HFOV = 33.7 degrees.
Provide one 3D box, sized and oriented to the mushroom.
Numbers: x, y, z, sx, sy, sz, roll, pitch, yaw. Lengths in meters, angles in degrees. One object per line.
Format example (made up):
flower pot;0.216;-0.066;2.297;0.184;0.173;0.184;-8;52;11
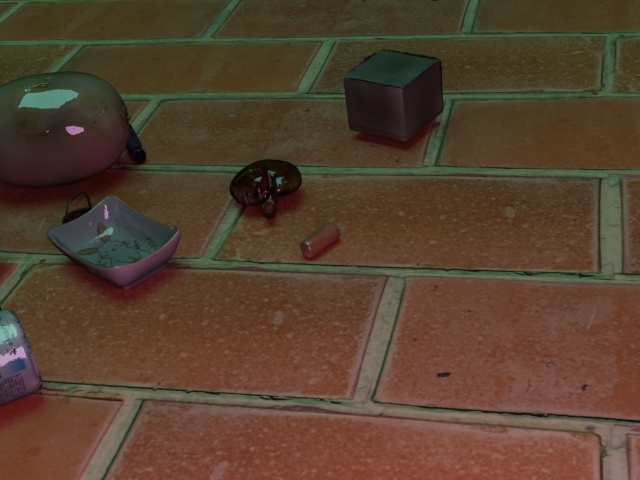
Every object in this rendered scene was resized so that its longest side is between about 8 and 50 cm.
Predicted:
mushroom;-0.100;-0.099;1.934;0.135;0.080;0.170;-18;29;1

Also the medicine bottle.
medicine bottle;-0.499;0.185;1.514;0.168;0.135;0.135;-22;35;-20

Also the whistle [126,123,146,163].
whistle;-0.395;-0.208;2.208;0.033;0.033;0.176;-16;33;-14

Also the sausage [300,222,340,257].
sausage;0.000;0.000;1.799;0.034;0.034;0.083;21;40;37

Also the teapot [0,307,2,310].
teapot;-0.569;0.146;1.634;0.096;0.087;0.177;28;46;36

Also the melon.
melon;-0.526;-0.217;2.069;0.316;0.223;0.223;-11;32;-4

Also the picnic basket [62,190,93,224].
picnic basket;-0.437;-0.047;1.912;0.072;0.083;0.072;-5;33;3

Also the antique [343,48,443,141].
antique;0.148;-0.286;2.116;0.146;0.148;0.152;16;39;33

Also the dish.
dish;-0.347;0.013;1.807;0.212;0.077;0.151;23;45;39
